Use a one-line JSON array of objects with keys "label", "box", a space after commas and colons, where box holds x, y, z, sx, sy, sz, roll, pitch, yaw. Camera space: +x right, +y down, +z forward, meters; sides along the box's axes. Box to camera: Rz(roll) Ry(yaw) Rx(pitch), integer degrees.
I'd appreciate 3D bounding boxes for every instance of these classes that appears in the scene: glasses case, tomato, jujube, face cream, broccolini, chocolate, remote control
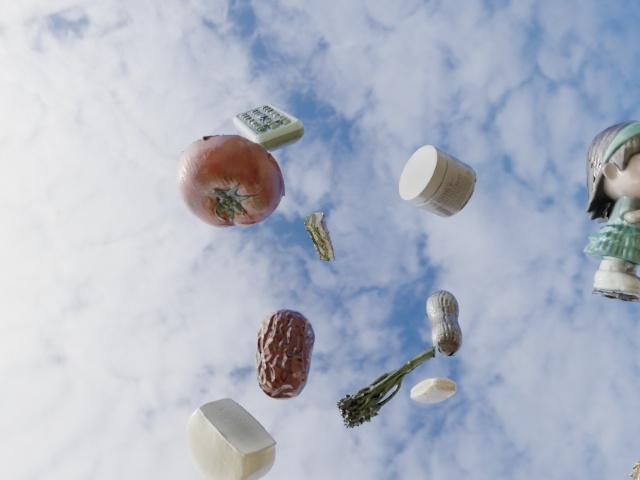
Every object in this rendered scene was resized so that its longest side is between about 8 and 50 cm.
[{"label": "glasses case", "box": [0.324, 0.434, 1.526, 0.081, 0.204, 0.051, 13, -119, -5]}, {"label": "tomato", "box": [-0.182, -0.103, 1.056, 0.225, 0.225, 0.085, 32, -141, -22]}, {"label": "jujube", "box": [-0.091, 0.289, 1.352, 0.155, 0.155, 0.230, 25, -142, -24]}, {"label": "face cream", "box": [0.342, -0.171, 1.551, 0.153, 0.177, 0.177, 22, -100, -21]}, {"label": "broccolini", "box": [0.113, 0.244, 0.860, 0.201, 0.074, 0.058, -34, -103, 15]}, {"label": "chocolate", "box": [0.398, 0.258, 1.700, 0.110, 0.110, 0.248, 34, -147, -22]}, {"label": "remote control", "box": [-0.142, -0.298, 1.397, 0.128, 0.335, 0.066, -20, -64, -11]}]

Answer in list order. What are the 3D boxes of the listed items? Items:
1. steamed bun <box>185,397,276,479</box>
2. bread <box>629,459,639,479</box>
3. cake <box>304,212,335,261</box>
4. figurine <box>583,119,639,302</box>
[{"label": "steamed bun", "box": [-0.243, 0.549, 1.394, 0.146, 0.241, 0.164, 4, -68, -51]}, {"label": "bread", "box": [0.489, 0.363, 0.641, 0.109, 0.210, 0.192, 20, -107, -44]}, {"label": "cake", "box": [0.000, 0.000, 1.365, 0.055, 0.051, 0.140, -59, -44, -61]}, {"label": "figurine", "box": [0.421, -0.041, 0.719, 0.138, 0.110, 0.246, 12, -94, -40]}]
